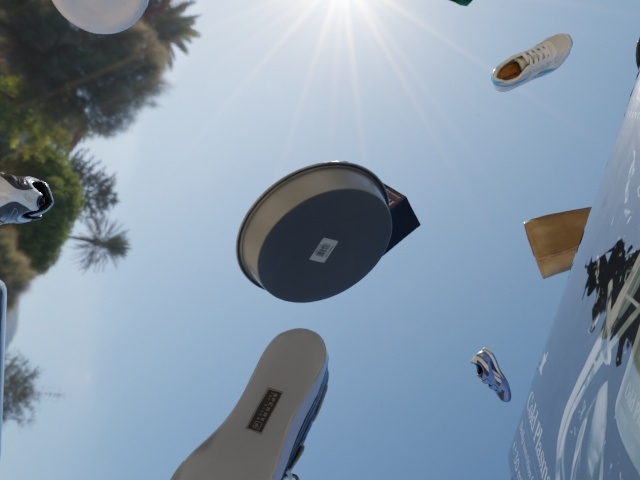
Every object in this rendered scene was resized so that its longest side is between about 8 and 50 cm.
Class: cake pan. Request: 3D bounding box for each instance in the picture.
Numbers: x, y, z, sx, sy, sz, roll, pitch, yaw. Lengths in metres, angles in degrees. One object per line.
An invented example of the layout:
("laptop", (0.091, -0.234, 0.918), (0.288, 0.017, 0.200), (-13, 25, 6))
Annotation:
("cake pan", (0.000, 0.000, 1.043), (0.293, 0.293, 0.054), (-57, -138, 24))

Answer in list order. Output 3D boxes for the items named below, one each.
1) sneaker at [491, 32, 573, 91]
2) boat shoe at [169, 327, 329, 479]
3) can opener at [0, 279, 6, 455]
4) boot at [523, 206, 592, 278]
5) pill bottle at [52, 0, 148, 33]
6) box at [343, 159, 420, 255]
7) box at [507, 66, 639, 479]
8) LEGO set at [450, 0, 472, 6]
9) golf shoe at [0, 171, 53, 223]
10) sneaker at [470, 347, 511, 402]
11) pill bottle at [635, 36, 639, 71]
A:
("sneaker", (0.576, -0.484, 1.633), (0.228, 0.092, 0.087), (-31, -99, 19))
("boat shoe", (-0.077, 0.249, 0.708), (0.113, 0.105, 0.306), (10, -131, 22))
("can opener", (-0.283, 0.168, 0.460), (0.093, 0.074, 0.280), (174, -81, -69))
("boot", (0.606, 0.031, 1.290), (0.269, 0.089, 0.236), (-18, -100, 14))
("pill bottle", (-0.387, -0.480, 1.059), (0.162, 0.162, 0.278), (-58, -149, 23))
("box", (0.074, -0.061, 1.400), (0.184, 0.103, 0.261), (-41, -141, -7))
("box", (0.353, 0.128, 0.412), (0.480, 0.297, 0.472), (-48, 153, -72))
("LEGO set", (0.013, -0.209, 0.133), (0.192, 0.331, 0.255), (52, -51, 8))
("golf shoe", (-0.397, -0.048, 0.781), (0.198, 0.093, 0.077), (-169, -90, -71))
("sneaker", (0.427, 0.346, 1.511), (0.144, 0.059, 0.053), (62, -18, 6))
("pill bottle", (0.487, -0.249, 0.699), (0.123, 0.219, 0.123), (59, -13, 23))
